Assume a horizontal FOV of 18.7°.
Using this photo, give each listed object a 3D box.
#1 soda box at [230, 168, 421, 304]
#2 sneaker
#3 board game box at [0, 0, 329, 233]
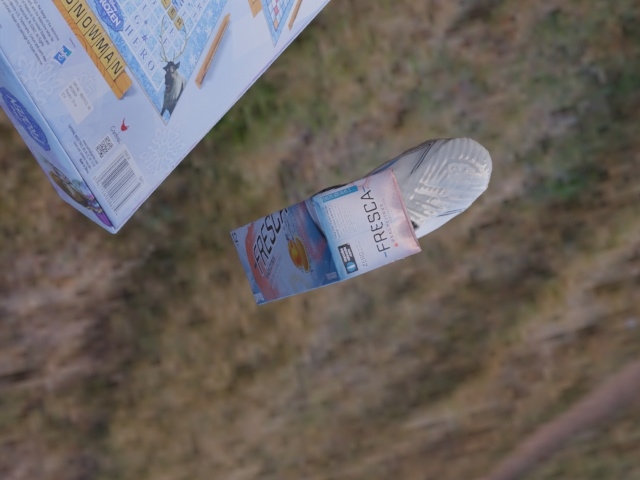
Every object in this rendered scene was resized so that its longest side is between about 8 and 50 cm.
[{"bbox_3d":[0.000,0.000,1.293,0.063,0.058,0.183,-20,180,-20],"label":"soda box"},{"bbox_3d":[0.059,-0.029,1.834,0.237,0.085,0.086,-25,176,-29],"label":"sneaker"},{"bbox_3d":[-0.104,-0.212,1.288,0.318,0.066,0.319,-48,148,-16],"label":"board game box"}]
